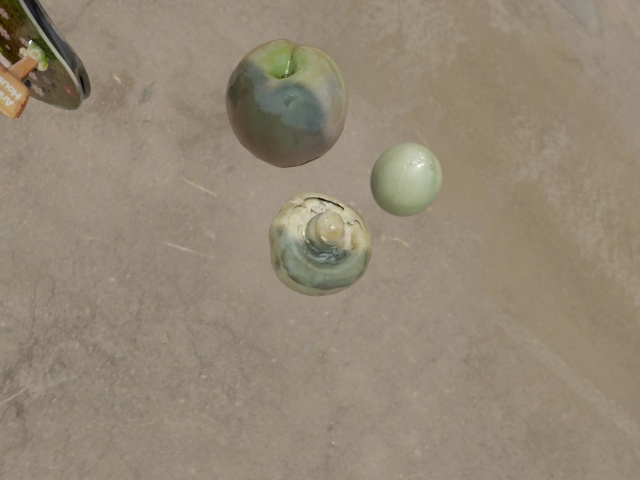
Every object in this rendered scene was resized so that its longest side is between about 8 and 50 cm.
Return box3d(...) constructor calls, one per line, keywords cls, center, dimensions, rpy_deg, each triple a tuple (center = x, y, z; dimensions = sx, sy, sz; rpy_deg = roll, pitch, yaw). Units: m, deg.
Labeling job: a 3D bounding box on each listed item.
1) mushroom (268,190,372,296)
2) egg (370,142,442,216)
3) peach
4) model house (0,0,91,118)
box3d(cls="mushroom", center=(0.000, 0.000, 0.809), dimensions=(0.154, 0.122, 0.154), rpy_deg=(7, 63, -15))
box3d(cls="egg", center=(0.138, -0.098, 0.957), dimensions=(0.114, 0.152, 0.114), rpy_deg=(3, 73, -10))
box3d(cls="peach", center=(-0.022, -0.088, 0.392), dimensions=(0.083, 0.083, 0.083), rpy_deg=(18, 56, -29))
box3d(cls="model house", center=(-0.321, -0.175, 0.399), dimensions=(0.207, 0.294, 0.154), rpy_deg=(25, 62, 23))
